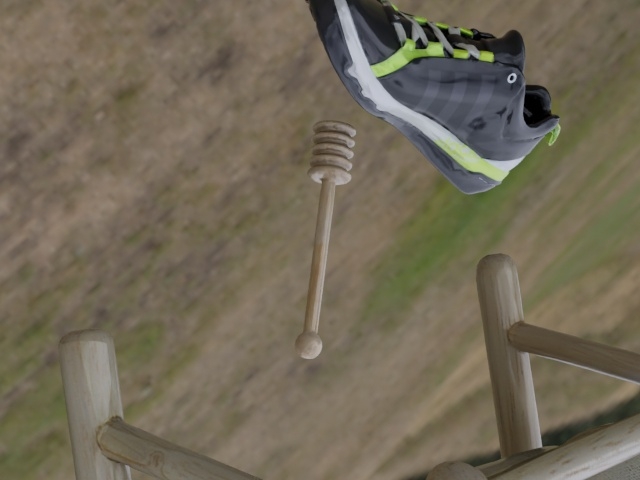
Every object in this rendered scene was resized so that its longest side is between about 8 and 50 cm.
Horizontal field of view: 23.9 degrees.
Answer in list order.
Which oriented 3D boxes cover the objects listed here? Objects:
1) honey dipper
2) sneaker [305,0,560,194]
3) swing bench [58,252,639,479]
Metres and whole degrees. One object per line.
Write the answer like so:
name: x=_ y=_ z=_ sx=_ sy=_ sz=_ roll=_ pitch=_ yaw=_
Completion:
honey dipper: x=0.000 y=0.000 z=0.999 sx=0.030 sy=0.030 sz=0.160 roll=72 pitch=24 yaw=-73
sneaker: x=0.079 y=-0.117 z=0.971 sx=0.097 sy=0.084 sz=0.235 roll=-34 pitch=141 yaw=18
swing bench: x=0.043 y=0.155 z=0.557 sx=0.253 sy=0.165 sz=0.254 roll=-10 pitch=110 yaw=-49
